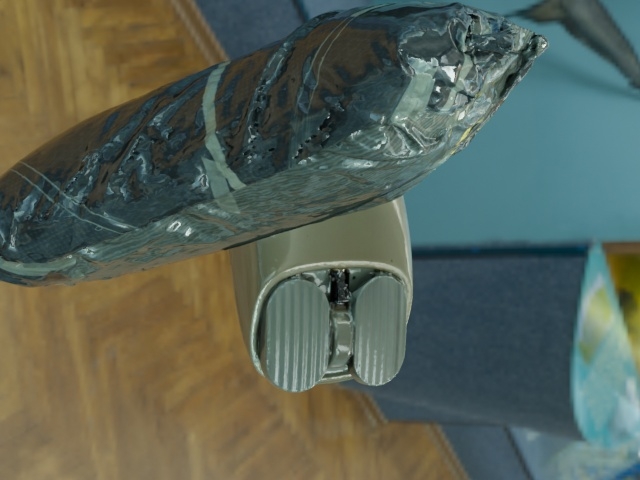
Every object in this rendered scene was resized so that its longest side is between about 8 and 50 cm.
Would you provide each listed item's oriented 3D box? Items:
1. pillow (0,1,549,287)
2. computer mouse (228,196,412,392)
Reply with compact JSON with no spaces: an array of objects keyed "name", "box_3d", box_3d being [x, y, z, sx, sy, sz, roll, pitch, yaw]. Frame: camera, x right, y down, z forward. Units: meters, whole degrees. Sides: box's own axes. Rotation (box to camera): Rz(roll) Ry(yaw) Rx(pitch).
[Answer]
[{"name":"pillow","box_3d":[-0.047,-0.046,0.647,0.161,0.335,0.092,0,73,-67]},{"name":"computer mouse","box_3d":[0.000,0.000,0.971,0.145,0.082,0.236,1,79,-23]}]
